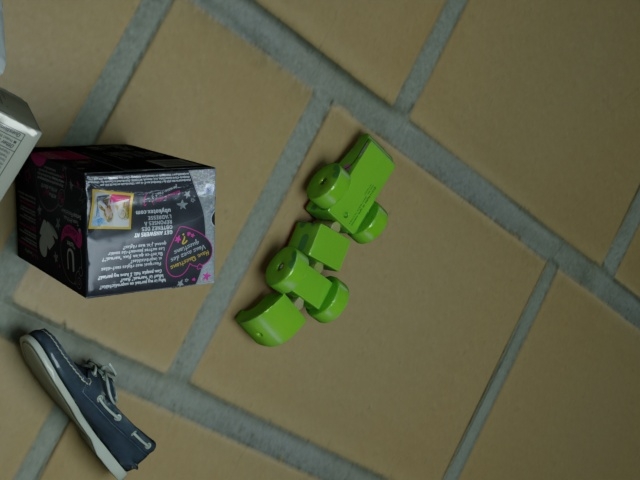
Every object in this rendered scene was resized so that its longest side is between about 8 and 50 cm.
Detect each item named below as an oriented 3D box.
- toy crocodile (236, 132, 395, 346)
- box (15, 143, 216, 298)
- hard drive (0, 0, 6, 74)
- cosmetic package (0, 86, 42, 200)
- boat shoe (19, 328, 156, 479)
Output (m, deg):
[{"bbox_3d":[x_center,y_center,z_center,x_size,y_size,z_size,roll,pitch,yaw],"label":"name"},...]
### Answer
[{"bbox_3d":[0.000,0.000,1.512,0.115,0.105,0.341,37,74,-33],"label":"toy crocodile"},{"bbox_3d":[-0.244,-0.029,1.245,0.163,0.247,0.142,-5,104,-33],"label":"box"},{"bbox_3d":[-0.430,-0.319,1.052,0.040,0.203,0.307,-24,146,13],"label":"hard drive"},{"bbox_3d":[-0.451,-0.040,1.135,0.160,0.113,0.309,30,101,-33],"label":"cosmetic package"},{"bbox_3d":[-0.291,0.201,1.351,0.079,0.095,0.254,-39,119,-20],"label":"boat shoe"}]
